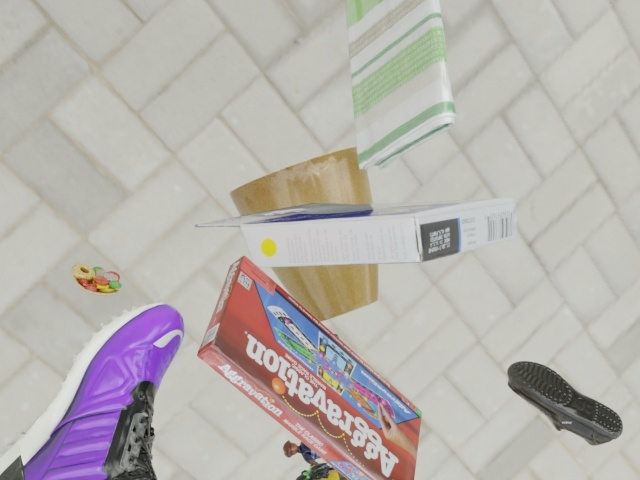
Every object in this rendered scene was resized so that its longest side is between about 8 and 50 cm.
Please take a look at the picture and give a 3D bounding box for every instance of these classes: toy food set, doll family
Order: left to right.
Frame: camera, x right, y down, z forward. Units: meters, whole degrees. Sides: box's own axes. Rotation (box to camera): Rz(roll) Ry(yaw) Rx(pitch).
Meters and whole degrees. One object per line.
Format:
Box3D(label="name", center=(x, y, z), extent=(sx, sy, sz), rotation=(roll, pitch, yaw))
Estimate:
Box3D(label="toy food set", center=(-0.371, 0.066, 1.822), extent=(0.082, 0.083, 0.020), rotation=(6, 116, -31))
Box3D(label="doll family", center=(0.003, 0.369, 1.732), extent=(0.111, 0.193, 0.076), rotation=(-4, 105, -8))

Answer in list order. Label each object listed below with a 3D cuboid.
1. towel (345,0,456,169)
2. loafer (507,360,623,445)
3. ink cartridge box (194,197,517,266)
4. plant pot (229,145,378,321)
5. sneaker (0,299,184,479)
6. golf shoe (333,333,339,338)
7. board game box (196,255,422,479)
Box3D(label="towel", center=(0.060, -0.138, 0.817), extent=(0.023, 0.113, 0.152), rotation=(7, 71, -31))
Box3D(label="loafer", center=(0.412, 0.293, 1.901), extent=(0.080, 0.220, 0.078), rotation=(-48, 168, -50))
Box3D(label="ink cartridge box", center=(0.053, -0.011, 1.395), extent=(0.303, 0.307, 0.072), rotation=(-13, 98, -58))
Box3D(label="plant pot", center=(0.000, 0.000, 1.830), extent=(0.237, 0.237, 0.254), rotation=(-19, 88, -17))
Box3D(label="sneaker", center=(-0.195, 0.198, 1.034), extent=(0.293, 0.146, 0.102), rotation=(-53, 156, -23))
Box3D(label="golf shoe", center=(0.028, 0.216, 1.724), extent=(0.069, 0.176, 0.086), rotation=(2, 119, -24))
Box3D(label="board game box", center=(-0.001, 0.152, 1.139), extent=(0.027, 0.145, 0.281), rotation=(-35, 113, 32))
